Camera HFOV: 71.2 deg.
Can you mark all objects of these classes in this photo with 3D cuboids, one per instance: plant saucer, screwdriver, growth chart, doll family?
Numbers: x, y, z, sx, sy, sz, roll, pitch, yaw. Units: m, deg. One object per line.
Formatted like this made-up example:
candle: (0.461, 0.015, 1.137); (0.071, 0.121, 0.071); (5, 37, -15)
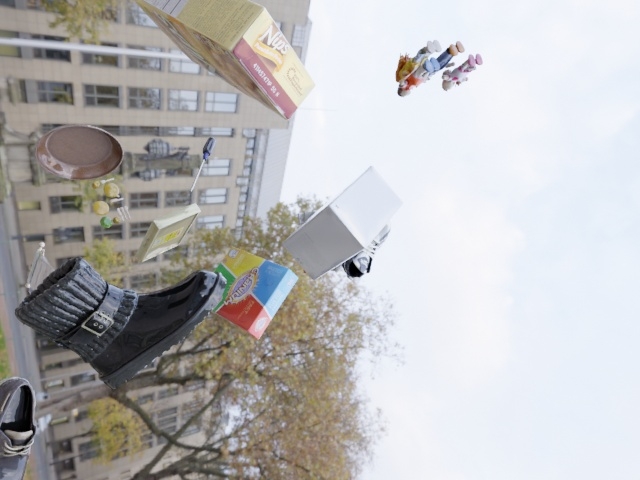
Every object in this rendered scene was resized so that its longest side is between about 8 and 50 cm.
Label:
plant saucer: (-0.610, -0.230, 1.137); (0.199, 0.198, 0.036); (-56, -133, 47)
screwdriver: (-0.275, -0.179, 1.051); (0.024, 0.025, 0.170); (91, 4, -56)
growth chart: (-0.808, 0.129, 1.296); (0.237, 0.021, 0.172); (33, -78, 39)
doll family: (0.299, -0.474, 1.218); (0.163, 0.262, 0.119); (-29, -101, 61)

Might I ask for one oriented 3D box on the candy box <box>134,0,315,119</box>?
candy box: (-0.172, -0.348, 0.773); (0.316, 0.183, 0.088); (38, -91, 30)

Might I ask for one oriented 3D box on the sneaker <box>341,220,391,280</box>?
sneaker: (0.154, 0.039, 1.476); (0.235, 0.094, 0.153); (-43, -159, 21)

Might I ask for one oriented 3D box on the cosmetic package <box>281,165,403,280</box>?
cosmetic package: (0.058, -0.043, 1.155); (0.138, 0.224, 0.224); (48, -42, -3)

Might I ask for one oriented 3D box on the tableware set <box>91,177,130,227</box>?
tableware set: (-0.690, -0.121, 1.445); (0.024, 0.104, 0.154); (-18, -84, 45)

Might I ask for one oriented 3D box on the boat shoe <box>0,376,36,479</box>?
boat shoe: (-0.943, 0.598, 1.352); (0.130, 0.132, 0.356); (-14, -103, 37)

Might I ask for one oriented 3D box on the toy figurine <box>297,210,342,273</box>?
toy figurine: (0.000, 0.000, 1.620); (0.210, 0.148, 0.213); (-107, -167, -63)

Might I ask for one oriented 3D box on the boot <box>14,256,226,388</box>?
boot: (-0.395, 0.116, 0.921); (0.260, 0.348, 0.131); (55, -12, -22)

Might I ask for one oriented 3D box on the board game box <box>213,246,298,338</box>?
board game box: (-0.260, 0.167, 1.532); (0.316, 0.242, 0.064); (16, -24, 41)

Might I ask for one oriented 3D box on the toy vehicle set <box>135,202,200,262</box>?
toy vehicle set: (-0.535, -0.024, 1.561); (0.035, 0.166, 0.267); (54, -43, 5)
